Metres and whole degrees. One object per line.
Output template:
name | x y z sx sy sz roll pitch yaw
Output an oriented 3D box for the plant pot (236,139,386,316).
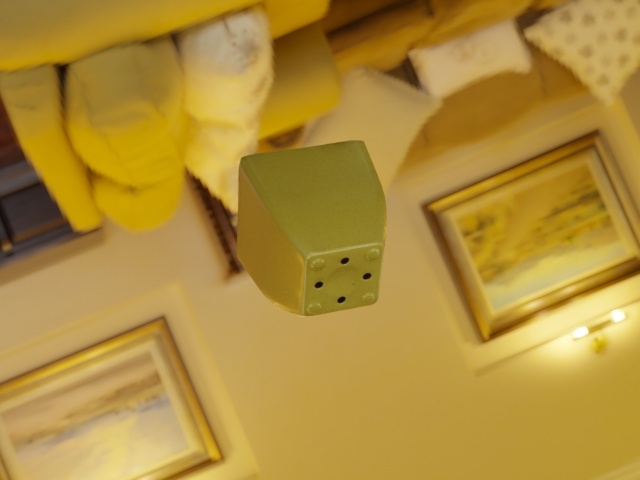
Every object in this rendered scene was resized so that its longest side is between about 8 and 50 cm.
plant pot | 0.000 0.000 0.762 0.081 0.083 0.081 -9 131 -17
